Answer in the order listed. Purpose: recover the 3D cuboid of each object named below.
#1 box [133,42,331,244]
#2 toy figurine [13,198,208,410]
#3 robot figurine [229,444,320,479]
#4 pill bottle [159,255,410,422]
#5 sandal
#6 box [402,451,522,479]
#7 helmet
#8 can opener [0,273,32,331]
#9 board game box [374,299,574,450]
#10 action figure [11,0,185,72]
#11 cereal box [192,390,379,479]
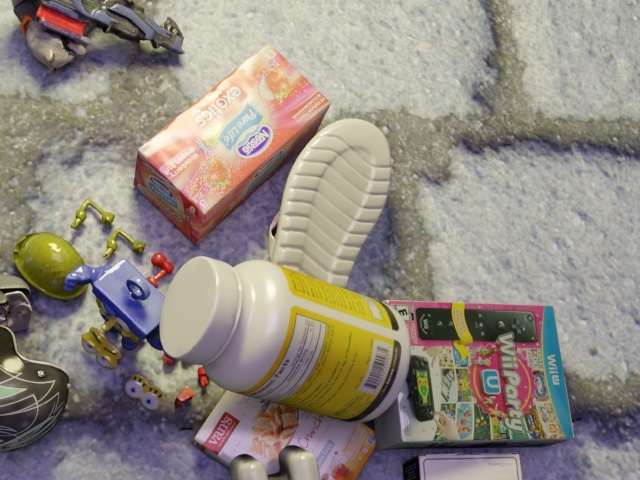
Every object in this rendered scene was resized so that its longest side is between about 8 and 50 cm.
[{"bbox_3d":[-0.144,-0.157,1.630,0.154,0.142,0.300,45,66,5],"label":"box"},{"bbox_3d":[-0.279,0.064,1.470,0.362,0.217,0.191,46,66,4],"label":"toy figurine"},{"bbox_3d":[-0.043,0.465,1.366,0.299,0.200,0.354,-9,86,-10],"label":"robot figurine"},{"bbox_3d":[-0.050,0.137,1.418,0.334,0.188,0.188,22,63,-34],"label":"pill bottle"},{"bbox_3d":[-0.013,-0.006,1.624,0.169,0.102,0.416,24,78,-22],"label":"sandal"},{"bbox_3d":[0.225,0.471,1.508,0.169,0.087,0.290,1,70,-13],"label":"box"},{"bbox_3d":[-0.445,0.217,1.407,0.169,0.169,0.161,-38,66,-23],"label":"helmet"},{"bbox_3d":[-0.571,0.115,1.478,0.283,0.076,0.095,-10,40,-16],"label":"can opener"},{"bbox_3d":[0.233,0.213,1.583,0.303,0.097,0.224,3,69,-22],"label":"board game box"},{"bbox_3d":[-0.389,-0.427,1.701,0.341,0.178,0.330,29,70,-31],"label":"action figure"},{"bbox_3d":[-0.051,0.304,1.528,0.240,0.047,0.173,34,65,1],"label":"cereal box"}]
